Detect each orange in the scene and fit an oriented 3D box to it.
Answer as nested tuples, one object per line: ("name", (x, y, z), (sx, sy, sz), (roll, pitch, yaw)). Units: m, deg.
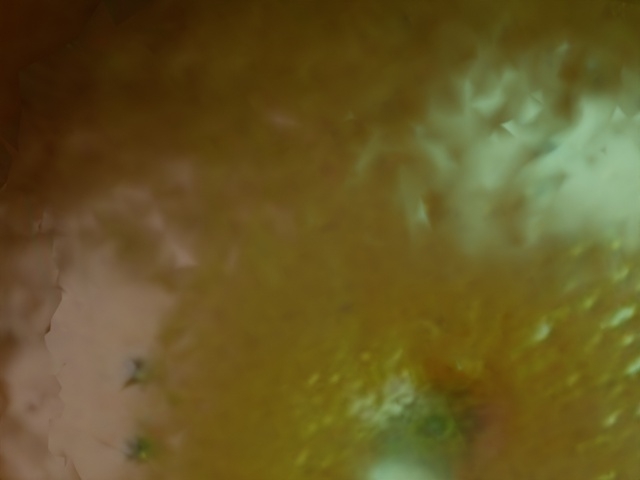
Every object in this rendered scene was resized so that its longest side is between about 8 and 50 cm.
("orange", (0.000, 0.000, 0.781), (0.424, 0.326, 0.424), (-7, 113, -16))
